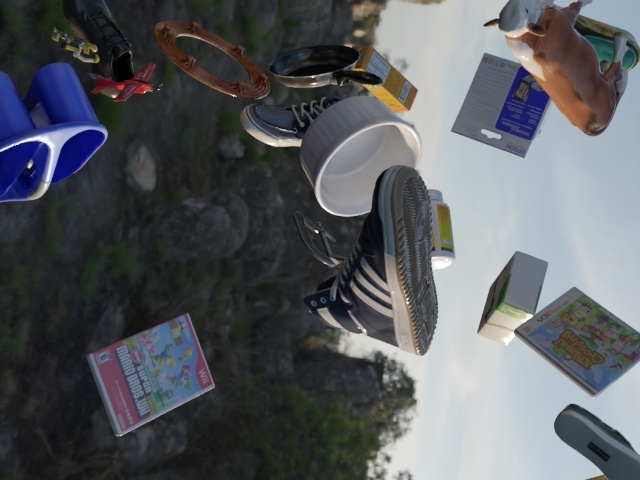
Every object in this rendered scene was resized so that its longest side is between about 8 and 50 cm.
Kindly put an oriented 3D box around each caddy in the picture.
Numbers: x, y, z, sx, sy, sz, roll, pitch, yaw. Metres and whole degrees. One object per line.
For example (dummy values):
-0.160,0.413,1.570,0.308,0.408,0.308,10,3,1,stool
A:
-0.519,-0.162,1.333,0.341,0.241,0.179,-27,-94,51,caddy

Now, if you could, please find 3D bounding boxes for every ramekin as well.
0.086,-0.202,1.790,0.135,0.277,0.277,57,-26,37,ramekin

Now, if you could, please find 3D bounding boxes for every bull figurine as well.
0.397,-0.316,1.255,0.101,0.310,0.188,2,-129,56,bull figurine

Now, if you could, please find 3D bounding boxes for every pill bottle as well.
0.317,-0.034,2.184,0.117,0.117,0.215,93,-5,-67,pill bottle

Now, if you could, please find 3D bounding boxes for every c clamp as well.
0.000,0.000,1.458,0.022,0.137,0.161,-40,-149,15,c clamp

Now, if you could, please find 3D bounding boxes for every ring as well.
-0.276,-0.482,2.005,0.032,0.336,0.337,-55,-168,26,ring

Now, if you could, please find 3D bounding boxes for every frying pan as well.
0.038,-0.352,1.567,0.197,0.326,0.053,-39,133,-41,frying pan

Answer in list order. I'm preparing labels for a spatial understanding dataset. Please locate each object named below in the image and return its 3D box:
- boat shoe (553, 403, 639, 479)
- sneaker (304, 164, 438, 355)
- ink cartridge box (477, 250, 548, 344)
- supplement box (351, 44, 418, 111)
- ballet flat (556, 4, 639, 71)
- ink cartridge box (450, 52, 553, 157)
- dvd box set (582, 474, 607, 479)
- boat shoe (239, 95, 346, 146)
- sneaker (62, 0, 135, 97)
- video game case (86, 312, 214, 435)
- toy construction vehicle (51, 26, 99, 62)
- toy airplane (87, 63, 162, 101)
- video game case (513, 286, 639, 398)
0.508,0.364,1.320,0.070,0.219,0.078,-23,150,-51,boat shoe
0.053,0.023,0.920,0.099,0.153,0.282,-55,147,-37,sneaker
0.467,0.144,1.875,0.208,0.086,0.153,103,9,-60,ink cartridge box
0.169,-0.447,2.122,0.233,0.078,0.080,34,76,-40,supplement box
0.664,-0.539,1.995,0.123,0.348,0.123,24,90,-82,ballet flat
0.444,-0.322,1.835,0.045,0.206,0.208,11,104,-60,ink cartridge box
0.787,0.709,1.700,0.062,0.307,0.421,94,-18,-58,dvd box set
-0.035,-0.325,1.999,0.158,0.340,0.127,-43,-124,37,boat shoe
-0.506,-0.480,1.815,0.109,0.130,0.286,-37,120,-29,sneaker
-0.406,0.320,1.864,0.285,0.025,0.204,-22,93,-43,video game case
-0.527,-0.417,1.645,0.035,0.098,0.086,-62,-145,13,toy construction vehicle
-0.378,-0.299,1.475,0.151,0.151,0.028,-81,174,-50,toy airplane
0.545,0.204,1.587,0.212,0.193,0.023,42,-30,36,video game case
